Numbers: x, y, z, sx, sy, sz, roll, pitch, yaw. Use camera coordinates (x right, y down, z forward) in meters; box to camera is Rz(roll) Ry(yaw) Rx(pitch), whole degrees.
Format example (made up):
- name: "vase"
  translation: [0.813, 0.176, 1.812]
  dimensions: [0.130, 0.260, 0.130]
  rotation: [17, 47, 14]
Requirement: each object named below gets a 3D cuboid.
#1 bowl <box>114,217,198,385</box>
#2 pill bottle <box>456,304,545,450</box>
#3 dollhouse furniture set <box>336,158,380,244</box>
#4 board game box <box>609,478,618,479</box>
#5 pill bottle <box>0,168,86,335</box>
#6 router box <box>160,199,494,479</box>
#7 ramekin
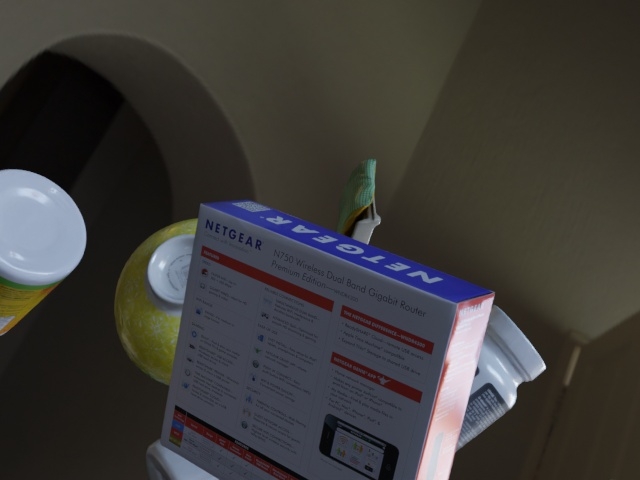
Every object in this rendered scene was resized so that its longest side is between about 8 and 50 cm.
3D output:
- name: "bowl"
  translation: [-0.196, 0.075, 1.481]
  dimensions: [0.290, 0.289, 0.156]
  rotation: [20, -21, 14]
- name: "pill bottle"
  translation: [0.208, 0.238, 1.512]
  dimensions: [0.162, 0.278, 0.162]
  rotation: [52, -1, 1]
- name: "dollhouse furniture set"
  translation: [0.000, 0.000, 1.818]
  dimensions: [0.151, 0.197, 0.301]
  rotation: [10, -51, -10]
- name: "board game box"
  translation: [0.449, 0.363, 1.233]
  dimensions: [0.141, 0.048, 0.170]
  rotation: [9, -20, 26]
- name: "pill bottle"
  translation: [-0.383, 0.034, 1.085]
  dimensions: [0.136, 0.136, 0.246]
  rotation: [36, -47, -20]
- name: "router box"
  translation: [-0.008, 0.145, 1.020]
  dimensions: [0.336, 0.301, 0.082]
  rotation: [22, 18, 33]
- name: "ramekin"
  translation: [-0.208, 0.460, 1.729]
  dimensions: [0.277, 0.135, 0.277]
  rotation: [45, -33, 40]
